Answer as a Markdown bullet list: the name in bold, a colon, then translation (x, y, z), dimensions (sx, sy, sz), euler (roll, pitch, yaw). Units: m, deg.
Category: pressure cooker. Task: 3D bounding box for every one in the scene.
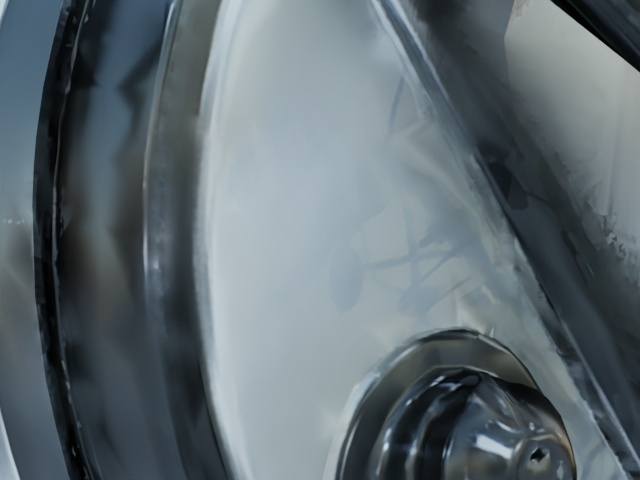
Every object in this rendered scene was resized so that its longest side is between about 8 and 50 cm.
- **pressure cooker**: translation (-0.003, 0.005, 0.671), dimensions (0.370, 0.375, 0.420), euler (12, -9, -42)
